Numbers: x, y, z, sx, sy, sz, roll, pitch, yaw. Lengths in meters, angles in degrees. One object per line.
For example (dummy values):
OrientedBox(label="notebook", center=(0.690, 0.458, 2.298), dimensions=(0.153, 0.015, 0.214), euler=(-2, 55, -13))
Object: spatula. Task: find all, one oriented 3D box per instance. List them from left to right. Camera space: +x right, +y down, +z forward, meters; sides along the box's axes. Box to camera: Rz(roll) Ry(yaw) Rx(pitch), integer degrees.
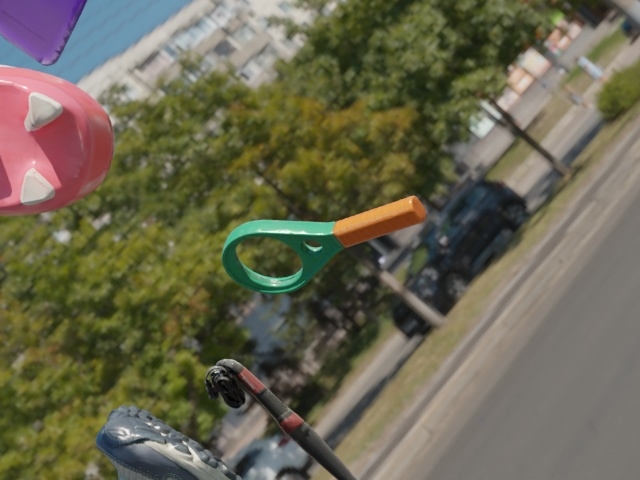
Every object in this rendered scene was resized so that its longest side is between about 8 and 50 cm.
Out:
OrientedBox(label="spatula", center=(-0.212, -0.307, 1.099), dimensions=(0.296, 0.084, 0.030), euler=(-56, 2, 6))

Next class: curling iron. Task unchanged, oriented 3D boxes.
OrientedBox(label="curling iron", center=(-0.045, 0.245, 1.547), dimensions=(0.068, 0.274, 0.035), euler=(-32, 25, 43))

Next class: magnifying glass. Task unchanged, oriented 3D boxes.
OrientedBox(label="magnifying glass", center=(0.000, 0.000, 1.186), dimensions=(0.231, 0.092, 0.026), euler=(-17, 38, 31))

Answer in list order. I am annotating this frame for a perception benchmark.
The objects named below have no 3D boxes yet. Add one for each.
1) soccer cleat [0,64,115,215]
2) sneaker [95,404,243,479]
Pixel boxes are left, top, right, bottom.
OrientedBox(label="soccer cleat", center=(-0.219, -0.059, 0.546), dimensions=(0.095, 0.248, 0.083), euler=(-67, -14, -85))
OrientedBox(label="sneaker", center=(-0.111, 0.244, 0.962), dimensions=(0.122, 0.110, 0.283), euler=(-50, -42, -18))
